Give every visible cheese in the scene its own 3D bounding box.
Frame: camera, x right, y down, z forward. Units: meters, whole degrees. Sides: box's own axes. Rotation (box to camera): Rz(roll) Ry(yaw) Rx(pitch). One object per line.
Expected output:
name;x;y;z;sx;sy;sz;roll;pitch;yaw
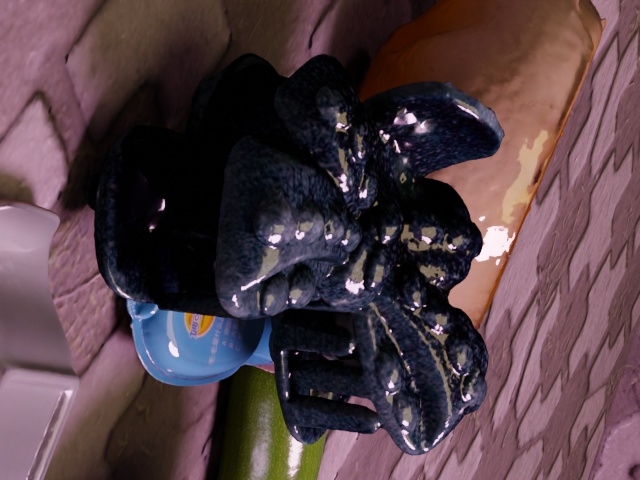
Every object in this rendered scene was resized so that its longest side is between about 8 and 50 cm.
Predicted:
cheese;-0.057;0.060;1.251;0.256;0.037;0.106;27;77;-55

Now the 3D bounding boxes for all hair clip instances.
hair clip;0.003;-0.004;1.143;0.310;0.194;0.206;45;56;-49

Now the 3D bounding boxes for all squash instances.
squash;-0.041;0.179;1.413;0.082;0.082;0.292;-35;141;-56

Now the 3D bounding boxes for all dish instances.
dish;-0.188;0.093;0.982;0.234;0.064;0.154;-70;159;-1

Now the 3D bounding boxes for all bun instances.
bun;0.101;-0.083;1.403;0.299;0.165;0.299;23;90;-86
